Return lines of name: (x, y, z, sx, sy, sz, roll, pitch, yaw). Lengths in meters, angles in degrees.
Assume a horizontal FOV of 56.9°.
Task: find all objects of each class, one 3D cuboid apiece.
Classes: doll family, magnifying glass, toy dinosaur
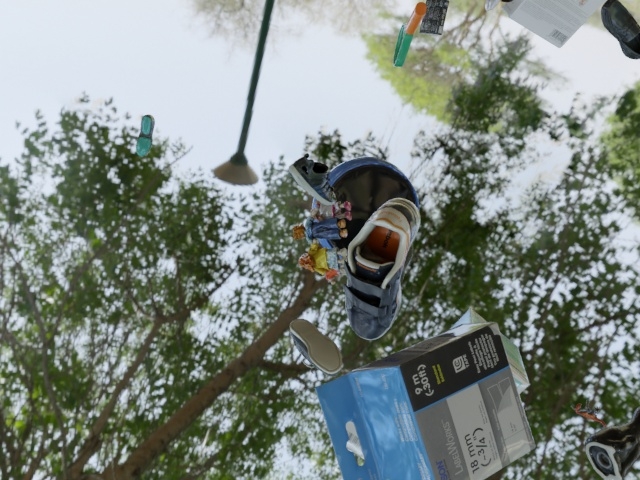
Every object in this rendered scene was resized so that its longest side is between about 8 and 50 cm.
doll family: (0.000, 0.000, 1.705, 0.163, 0.262, 0.118, -6, 178, 33)
magnifying glass: (0.186, -0.435, 1.242, 0.026, 0.092, 0.231, 11, 176, -1)
toy dinosaur: (0.727, 0.467, 1.601, 0.082, 0.047, 0.090, 3, -146, -37)

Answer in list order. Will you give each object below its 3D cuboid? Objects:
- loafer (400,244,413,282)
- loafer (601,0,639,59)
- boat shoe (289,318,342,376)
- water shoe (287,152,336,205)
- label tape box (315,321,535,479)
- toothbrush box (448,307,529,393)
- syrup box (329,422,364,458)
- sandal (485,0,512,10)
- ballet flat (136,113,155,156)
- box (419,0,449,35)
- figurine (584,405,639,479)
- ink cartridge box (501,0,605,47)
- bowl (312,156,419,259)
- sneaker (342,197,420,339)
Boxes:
loafer: (0.249, 0.068, 1.885, 0.056, 0.148, 0.050, 10, -163, -32)
loafer: (0.887, -0.610, 1.709, 0.223, 0.076, 0.078, 37, -168, -31)
boat shoe: (-0.016, 0.332, 1.770, 0.095, 0.079, 0.254, -22, -143, -28)
water shoe: (0.001, -0.155, 1.533, 0.203, 0.080, 0.073, 29, -156, -53)
label tape box: (0.188, 0.308, 1.019, 0.334, 0.240, 0.106, -17, 179, -26)
toothbrush box: (0.529, 0.371, 1.899, 0.216, 0.126, 0.295, 40, -162, 2)
syrup box: (0.118, 0.388, 1.356, 0.093, 0.096, 0.237, 29, -163, 16)
sandal: (0.552, -0.733, 1.606, 0.076, 0.265, 0.102, 31, -173, -13)
ballet flat: (-0.451, -0.274, 1.535, 0.041, 0.114, 0.041, 16, -156, -7)
box: (0.285, -0.560, 1.481, 0.018, 0.083, 0.067, -1, -161, -34)
figurine: (0.667, 0.378, 1.152, 0.209, 0.215, 0.092, -24, -93, -29)
ink cartridge box: (0.793, -0.802, 1.950, 0.296, 0.261, 0.066, 12, -134, -35)
bowl: (0.166, -0.097, 2.079, 0.391, 0.391, 0.077, 12, -172, -16)
sneaker: (0.104, 0.074, 1.194, 0.126, 0.321, 0.127, 21, -155, 21)
